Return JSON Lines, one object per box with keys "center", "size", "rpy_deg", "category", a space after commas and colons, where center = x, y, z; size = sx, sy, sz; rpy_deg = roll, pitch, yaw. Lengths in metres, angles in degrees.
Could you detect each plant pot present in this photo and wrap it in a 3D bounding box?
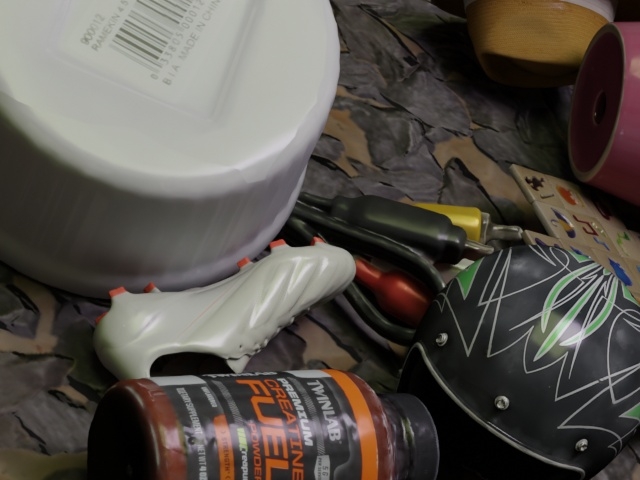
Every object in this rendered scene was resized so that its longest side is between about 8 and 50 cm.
{"center": [0.302, -0.094, 1.410], "size": [0.180, 0.201, 0.201], "rpy_deg": [9, 42, -11], "category": "plant pot"}

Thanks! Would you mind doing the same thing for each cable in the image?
{"center": [0.000, 0.000, 1.264], "size": [0.287, 0.072, 0.139], "rpy_deg": [17, 56, 5], "category": "cable"}

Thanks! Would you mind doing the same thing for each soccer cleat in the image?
{"center": [-0.054, 0.054, 1.148], "size": [0.196, 0.068, 0.076], "rpy_deg": [-15, 60, -32], "category": "soccer cleat"}

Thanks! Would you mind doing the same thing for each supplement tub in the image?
{"center": [-0.030, 0.128, 1.044], "size": [0.197, 0.106, 0.106], "rpy_deg": [-1, 47, -31], "category": "supplement tub"}

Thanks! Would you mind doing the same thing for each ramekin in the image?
{"center": [-0.121, -0.112, 1.163], "size": [0.277, 0.135, 0.277], "rpy_deg": [8, 63, -17], "category": "ramekin"}

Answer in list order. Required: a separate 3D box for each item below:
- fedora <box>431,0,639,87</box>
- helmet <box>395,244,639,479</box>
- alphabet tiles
{"center": [0.182, -0.175, 1.487], "size": [0.194, 0.194, 0.079], "rpy_deg": [10, 77, -21], "category": "fedora"}
{"center": [0.134, 0.083, 1.135], "size": [0.169, 0.161, 0.169], "rpy_deg": [10, 53, -13], "category": "helmet"}
{"center": [0.228, 0.040, 1.322], "size": [0.198, 0.009, 0.237], "rpy_deg": [14, 38, -43], "category": "alphabet tiles"}
